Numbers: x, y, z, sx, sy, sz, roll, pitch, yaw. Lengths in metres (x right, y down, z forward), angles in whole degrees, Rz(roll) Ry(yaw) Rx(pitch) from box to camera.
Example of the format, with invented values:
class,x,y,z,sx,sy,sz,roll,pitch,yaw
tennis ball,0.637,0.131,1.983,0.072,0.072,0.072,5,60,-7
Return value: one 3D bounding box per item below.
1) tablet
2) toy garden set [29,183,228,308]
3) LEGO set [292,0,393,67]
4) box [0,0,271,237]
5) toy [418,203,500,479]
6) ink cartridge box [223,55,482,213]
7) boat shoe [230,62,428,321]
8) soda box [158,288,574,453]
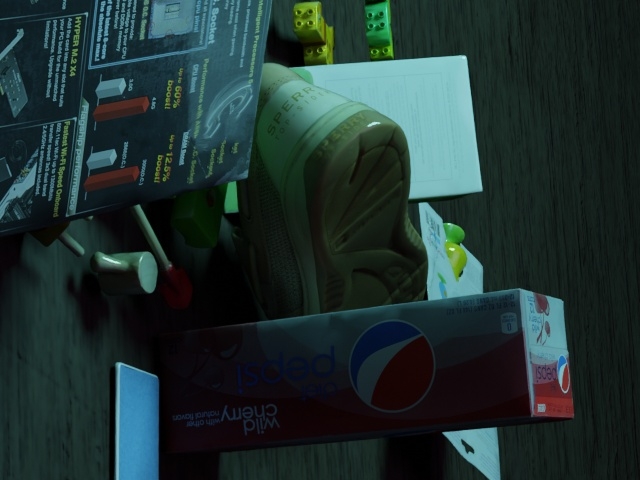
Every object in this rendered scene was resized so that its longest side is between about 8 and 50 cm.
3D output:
class,x,y,z,sx,sy,sz,roll,pitch,yaw
tablet,-0.120,0.124,1.247,0.054,0.006,0.083,30,56,-61
toy garden set,-0.135,-0.057,1.227,0.244,0.049,0.203,54,39,-53
LEGO set,0.016,-0.192,1.555,0.093,0.087,0.227,46,39,-76
box,-0.126,-0.163,1.006,0.242,0.076,0.307,-17,124,-45
toy,0.106,0.093,1.700,0.137,0.056,0.237,46,36,-47
ink cartridge box,0.013,-0.078,1.473,0.062,0.209,0.109,167,-83,-72
boat shoe,0.000,0.000,1.384,0.122,0.110,0.341,-40,152,-25
soda box,0.027,0.090,1.268,0.092,0.263,0.083,13,71,-64
